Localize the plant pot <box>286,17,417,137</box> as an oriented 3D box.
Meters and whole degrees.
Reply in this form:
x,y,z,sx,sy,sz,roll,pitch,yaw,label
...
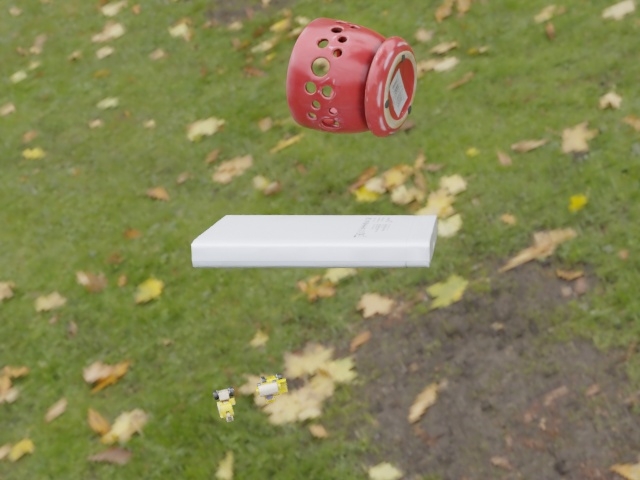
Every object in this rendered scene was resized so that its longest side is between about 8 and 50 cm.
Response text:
x,y,z,sx,sy,sz,roll,pitch,yaw,label
0.061,-0.271,1.816,0.174,0.191,0.191,13,42,24,plant pot

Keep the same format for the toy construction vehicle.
x,y,z,sx,sy,sz,roll,pitch,yaw,label
-0.078,0.181,1.239,0.086,0.035,0.098,-12,0,-8,toy construction vehicle

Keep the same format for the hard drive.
x,y,z,sx,sy,sz,roll,pitch,yaw,label
0.000,0.000,1.686,0.353,0.047,0.233,0,12,9,hard drive
